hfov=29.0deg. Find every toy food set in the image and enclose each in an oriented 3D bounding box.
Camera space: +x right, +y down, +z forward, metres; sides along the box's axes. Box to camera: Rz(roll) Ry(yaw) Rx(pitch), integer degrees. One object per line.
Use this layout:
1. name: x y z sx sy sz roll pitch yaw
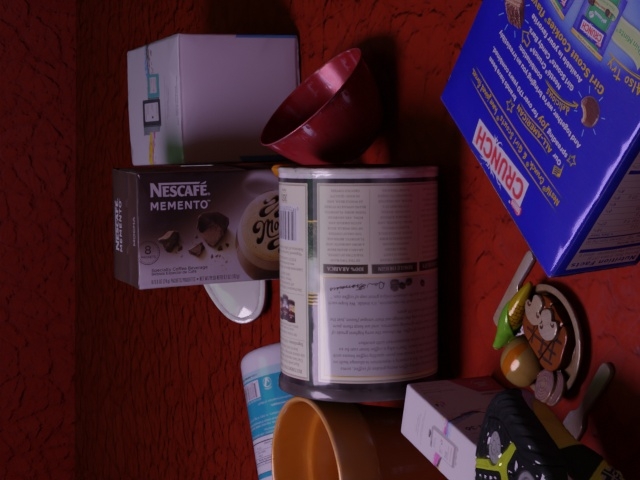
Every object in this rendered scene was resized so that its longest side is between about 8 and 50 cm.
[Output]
1. toy food set: 0.234 0.112 1.330 0.192 0.038 0.132 -118 35 -42

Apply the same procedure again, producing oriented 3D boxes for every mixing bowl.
1. mixing bowl: 0.018 -0.159 1.647 0.181 0.098 0.181 -40 18 16

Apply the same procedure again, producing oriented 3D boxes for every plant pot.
1. plant pot: 0.064 0.287 1.535 0.205 0.188 0.205 10 101 64

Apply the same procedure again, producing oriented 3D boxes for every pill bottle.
1. pill bottle: -0.025 0.282 1.771 0.146 0.146 0.264 142 121 -60

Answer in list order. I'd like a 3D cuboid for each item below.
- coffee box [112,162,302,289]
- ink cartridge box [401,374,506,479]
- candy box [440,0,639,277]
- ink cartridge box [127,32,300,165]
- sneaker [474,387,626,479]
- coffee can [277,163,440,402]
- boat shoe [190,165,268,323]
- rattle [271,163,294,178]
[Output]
1. coffee box: -0.147 -0.026 1.817 0.119 0.297 0.168 -165 74 -63
2. ink cartridge box: 0.187 0.223 1.356 0.198 0.115 0.067 39 127 56
3. candy box: 0.259 -0.169 1.153 0.268 0.122 0.317 65 146 37
4. ink cartridge box: -0.174 -0.219 1.972 0.270 0.198 0.197 -174 81 -65
5. sneaker: 0.270 0.290 1.150 0.385 0.147 0.145 -120 35 -43
6. coffee can: 0.048 0.045 1.528 0.201 0.201 0.275 -170 79 -64
7. boat shoe: -0.154 0.004 2.111 0.319 0.116 0.099 66 -169 25
8. rattle: 0.000 0.000 1.707 0.130 0.142 0.200 30 115 39
